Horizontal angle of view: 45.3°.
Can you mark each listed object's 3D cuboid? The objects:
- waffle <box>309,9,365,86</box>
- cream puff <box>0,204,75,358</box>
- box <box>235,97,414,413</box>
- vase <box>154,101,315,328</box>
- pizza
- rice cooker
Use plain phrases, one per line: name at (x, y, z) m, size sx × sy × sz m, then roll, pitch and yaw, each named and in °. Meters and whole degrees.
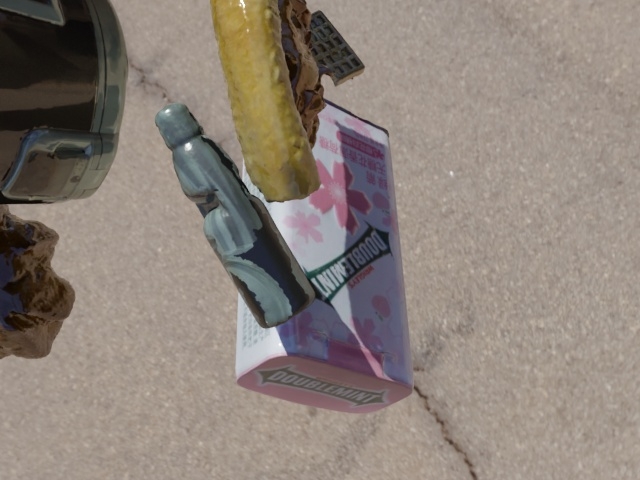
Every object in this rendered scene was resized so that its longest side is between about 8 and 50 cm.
waffle at (0.007, -0.323, 1.296) m, size 0.092 × 0.021 × 0.135 m, roll -32°, pitch 82°, yaw -31°
cream puff at (-0.505, 0.063, 1.144) m, size 0.269 × 0.155 × 0.240 m, roll -4°, pitch 86°, yaw -2°
box at (0.000, 0.000, 0.890) m, size 0.112 × 0.190 × 0.369 m, roll -36°, pitch 43°, yaw 40°
vase at (-0.079, -0.026, 0.667) m, size 0.060 × 0.060 × 0.211 m, roll -30°, pitch 97°, yaw 1°
pizza at (-0.045, -0.195, 0.708) m, size 0.074 × 0.182 × 0.365 m, roll -16°, pitch 63°, yaw 18°
rice cooker at (-0.411, -0.197, 0.925) m, size 0.335 × 0.325 × 0.335 m, roll 1°, pitch 92°, yaw 41°
